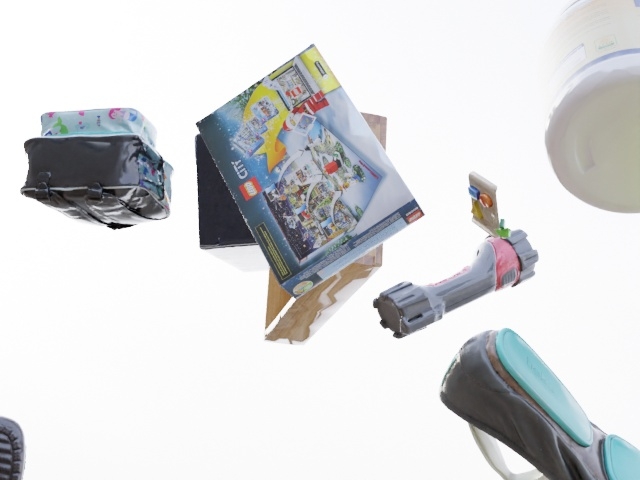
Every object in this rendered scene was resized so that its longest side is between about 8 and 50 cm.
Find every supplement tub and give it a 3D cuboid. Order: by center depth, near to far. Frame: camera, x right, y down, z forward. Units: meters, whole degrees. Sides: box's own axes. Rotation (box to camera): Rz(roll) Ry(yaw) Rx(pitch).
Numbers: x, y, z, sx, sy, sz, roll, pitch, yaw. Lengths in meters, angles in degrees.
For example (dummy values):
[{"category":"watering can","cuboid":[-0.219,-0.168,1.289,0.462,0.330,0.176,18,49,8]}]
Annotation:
[{"category":"supplement tub","cuboid":[0.417,-0.208,1.400,0.228,0.316,0.228,4,-54,6]}]

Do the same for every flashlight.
[{"category":"flashlight","cuboid":[0.226,0.069,1.705,0.103,0.304,0.103,64,-28,10]}]

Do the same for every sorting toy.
[{"category":"sorting toy","cuboid":[0.182,-0.034,1.101,0.083,0.012,0.062,-134,-147,-58]}]

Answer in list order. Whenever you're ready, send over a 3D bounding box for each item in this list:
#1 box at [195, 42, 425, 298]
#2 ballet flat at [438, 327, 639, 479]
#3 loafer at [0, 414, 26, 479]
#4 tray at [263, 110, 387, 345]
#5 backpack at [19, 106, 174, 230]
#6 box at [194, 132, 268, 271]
[{"category":"box","cuboid":[-0.016,-0.077,1.063,0.159,0.233,0.044,-33,-30,7]},{"category":"ballet flat","cuboid":[0.209,0.187,0.845,0.280,0.095,0.096,44,-60,-2]},{"category":"loafer","cuboid":[-0.560,0.452,1.619,0.133,0.366,0.130,18,-4,-4]},{"category":"tray","cuboid":[0.000,0.000,1.427,0.076,0.203,0.411,8,-21,-13]},{"category":"backpack","cuboid":[-0.366,-0.115,1.734,0.225,0.191,0.253,-2,-18,14]},{"category":"box","cuboid":[-0.050,-0.070,1.920,0.293,0.212,0.395,-4,-8,7]}]
